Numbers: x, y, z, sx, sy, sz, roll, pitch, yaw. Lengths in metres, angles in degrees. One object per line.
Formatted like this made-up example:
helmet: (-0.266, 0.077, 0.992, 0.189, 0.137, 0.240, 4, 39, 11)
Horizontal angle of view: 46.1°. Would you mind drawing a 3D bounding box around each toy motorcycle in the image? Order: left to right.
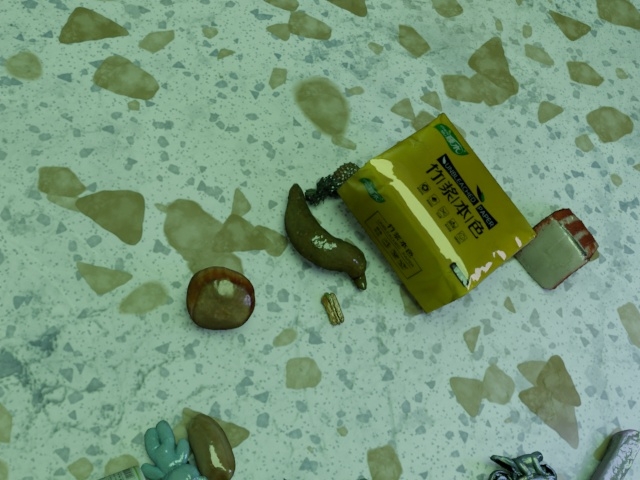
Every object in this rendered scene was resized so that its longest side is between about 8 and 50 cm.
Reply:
toy motorcycle: (0.459, 0.524, 1.672, 0.193, 0.061, 0.124, 22, 65, -12)

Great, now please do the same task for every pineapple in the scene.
pineapple: (0.032, -0.137, 1.881, 0.159, 0.074, 0.074, -30, 75, -26)

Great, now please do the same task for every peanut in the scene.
peanut: (-0.219, 0.417, 1.507, 0.076, 0.076, 0.152, -16, 64, -24)

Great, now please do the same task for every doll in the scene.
doll: (-0.291, 0.446, 1.479, 0.120, 0.075, 0.180, -33, 50, 1)

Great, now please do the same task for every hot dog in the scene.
hot dog: (0.028, 0.159, 1.752, 0.037, 0.021, 0.083, -18, 72, -3)

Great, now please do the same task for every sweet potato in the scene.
sweet potato: (0.000, 0.003, 1.782, 0.310, 0.098, 0.124, 46, 39, 11)

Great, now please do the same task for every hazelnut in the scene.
hazelnut: (-0.218, 0.123, 1.638, 0.150, 0.150, 0.150, 7, 61, -14)

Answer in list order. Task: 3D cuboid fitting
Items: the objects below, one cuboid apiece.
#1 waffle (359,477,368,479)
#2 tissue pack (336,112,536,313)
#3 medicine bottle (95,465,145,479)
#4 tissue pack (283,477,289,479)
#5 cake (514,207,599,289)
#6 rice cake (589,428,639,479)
waffle: (0.102, 0.611, 1.517, 0.223, 0.054, 0.204, 41, 59, 6)
tissue pack: (0.275, -0.067, 1.802, 0.293, 0.228, 0.382, -34, 85, -28)
medicine bottle: (-0.415, 0.490, 1.398, 0.183, 0.086, 0.086, -15, 69, -24)
tissue pack: (-0.011, 0.637, 1.393, 0.245, 0.123, 0.332, 20, 75, -4)
cake: (0.628, 0.023, 1.998, 0.158, 0.159, 0.262, 53, 26, 13)
rice cake: (0.622, 0.574, 1.694, 0.064, 0.070, 0.399, 40, 58, 10)
